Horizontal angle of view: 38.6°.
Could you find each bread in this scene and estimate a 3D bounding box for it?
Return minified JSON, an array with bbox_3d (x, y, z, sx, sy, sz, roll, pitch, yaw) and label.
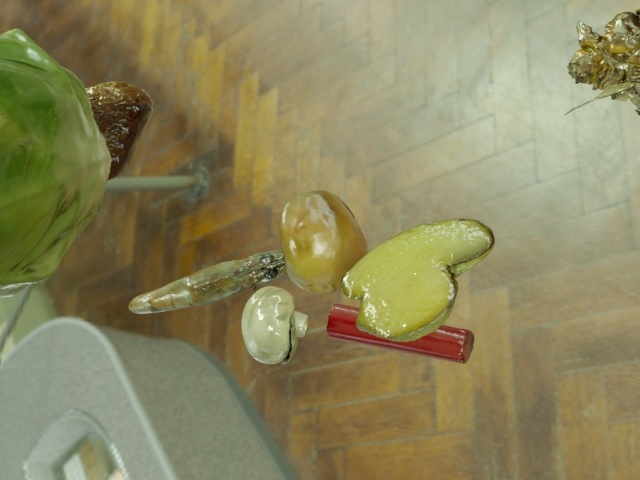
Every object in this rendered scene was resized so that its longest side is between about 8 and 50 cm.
[{"bbox_3d":[0.123,0.051,1.051,0.187,0.065,0.149,-28,38,4],"label":"bread"}]

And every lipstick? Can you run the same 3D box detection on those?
[{"bbox_3d":[0.148,0.174,1.716,0.279,0.073,0.073,9,82,25],"label":"lipstick"}]

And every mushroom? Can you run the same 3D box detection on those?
[{"bbox_3d":[-0.085,0.161,1.748,0.154,0.122,0.154,180,90,-72],"label":"mushroom"}]

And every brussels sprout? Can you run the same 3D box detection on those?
[{"bbox_3d":[-0.478,-0.069,1.125,0.425,0.342,0.361,-21,19,-4],"label":"brussels sprout"}]

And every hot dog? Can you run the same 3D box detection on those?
[{"bbox_3d":[-0.403,-0.211,1.739,0.227,0.160,0.099,-58,47,31],"label":"hot dog"}]

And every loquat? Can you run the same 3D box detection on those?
[{"bbox_3d":[0.000,0.000,1.182,0.113,0.137,0.137,-20,59,25],"label":"loquat"}]

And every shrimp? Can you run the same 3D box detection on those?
[{"bbox_3d":[-0.161,0.065,1.440,0.296,0.169,0.058,-16,93,15],"label":"shrimp"}]

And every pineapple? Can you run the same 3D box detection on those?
[{"bbox_3d":[0.535,-0.274,1.373,0.161,0.334,0.158,109,162,-53],"label":"pineapple"}]
